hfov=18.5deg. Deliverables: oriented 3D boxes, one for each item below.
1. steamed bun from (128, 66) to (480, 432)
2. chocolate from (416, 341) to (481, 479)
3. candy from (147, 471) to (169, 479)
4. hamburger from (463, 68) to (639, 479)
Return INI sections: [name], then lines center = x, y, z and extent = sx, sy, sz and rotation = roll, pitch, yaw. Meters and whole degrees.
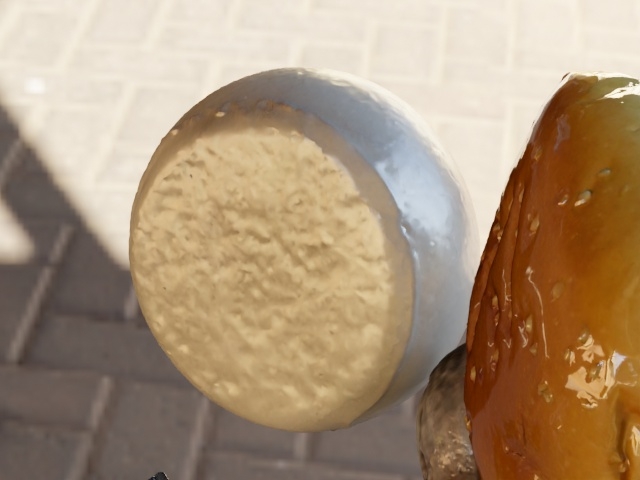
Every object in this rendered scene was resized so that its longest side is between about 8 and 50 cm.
[steamed bun]
center = 0.000, 0.000, 1.510
extent = 0.283, 0.283, 0.177
rotation = 18, 25, 27
[chocolate]
center = 0.118, 0.177, 1.343
extent = 0.110, 0.110, 0.248
rotation = 1, 61, -5
[candy]
center = -0.138, 0.239, 1.439
extent = 0.136, 0.038, 0.088
rotation = -36, 74, -33
[hamburger]
center = 0.182, 0.053, 1.169
extent = 0.170, 0.290, 0.314
rotation = 6, 43, -6
